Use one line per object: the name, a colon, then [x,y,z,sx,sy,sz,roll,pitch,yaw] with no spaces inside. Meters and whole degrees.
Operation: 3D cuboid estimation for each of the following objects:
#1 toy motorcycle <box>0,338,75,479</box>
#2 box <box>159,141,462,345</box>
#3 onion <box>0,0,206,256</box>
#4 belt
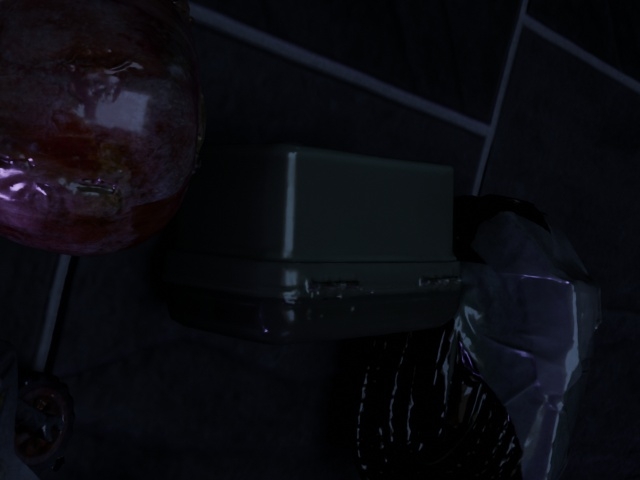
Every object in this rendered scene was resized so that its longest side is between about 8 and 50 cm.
toy motorcycle: [-0.221,0.135,0.472,0.215,0.080,0.122,-50,133,-45]
box: [0.000,0.000,0.615,0.210,0.148,0.129,1,93,-45]
onion: [-0.158,-0.070,0.456,0.195,0.159,0.159,1,103,-13]
belt: [0.130,0.105,0.722,0.164,0.184,0.289,3,99,-62]
